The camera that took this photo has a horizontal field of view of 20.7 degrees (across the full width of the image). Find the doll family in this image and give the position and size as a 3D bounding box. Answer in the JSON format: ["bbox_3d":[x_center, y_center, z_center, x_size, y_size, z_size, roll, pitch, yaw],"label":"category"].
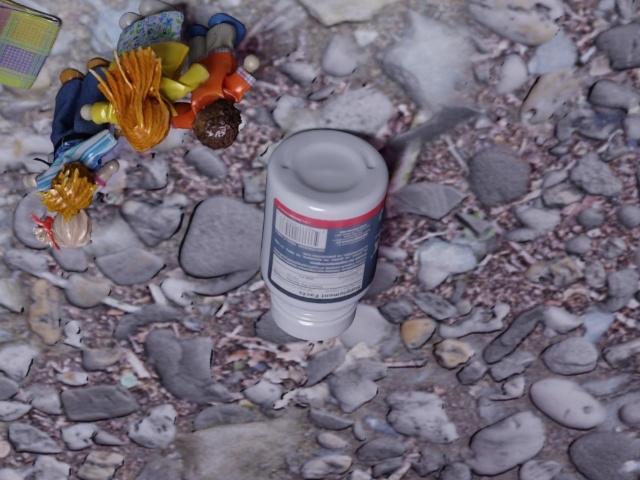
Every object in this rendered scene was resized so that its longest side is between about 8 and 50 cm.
[{"bbox_3d":[-0.173,-0.096,1.426,0.263,0.163,0.118,-34,127,26],"label":"doll family"}]

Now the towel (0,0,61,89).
[{"bbox_3d":[-0.256,-0.163,1.463,0.060,0.009,0.083,16,132,-19],"label":"towel"}]

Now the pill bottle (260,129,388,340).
[{"bbox_3d":[0.000,0.000,1.571,0.108,0.108,0.180,2,135,-5],"label":"pill bottle"}]
